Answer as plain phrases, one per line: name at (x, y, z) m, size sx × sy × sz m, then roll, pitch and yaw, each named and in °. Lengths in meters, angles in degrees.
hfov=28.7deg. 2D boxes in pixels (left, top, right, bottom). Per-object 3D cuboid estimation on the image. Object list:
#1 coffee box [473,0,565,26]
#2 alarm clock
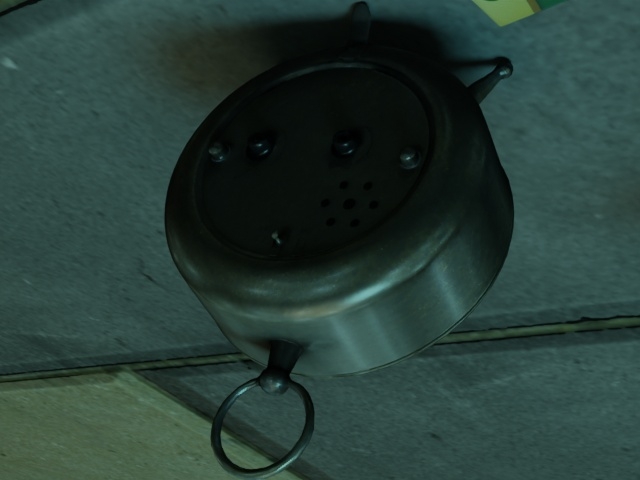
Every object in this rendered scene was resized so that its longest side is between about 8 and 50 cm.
coffee box at (0.088, -0.129, 0.341) m, size 0.184 × 0.040 × 0.113 m, roll -14°, pitch 140°, yaw 45°
alarm clock at (0.000, 0.000, 0.471) m, size 0.129 × 0.192 × 0.064 m, roll 2°, pitch 149°, yaw 25°
